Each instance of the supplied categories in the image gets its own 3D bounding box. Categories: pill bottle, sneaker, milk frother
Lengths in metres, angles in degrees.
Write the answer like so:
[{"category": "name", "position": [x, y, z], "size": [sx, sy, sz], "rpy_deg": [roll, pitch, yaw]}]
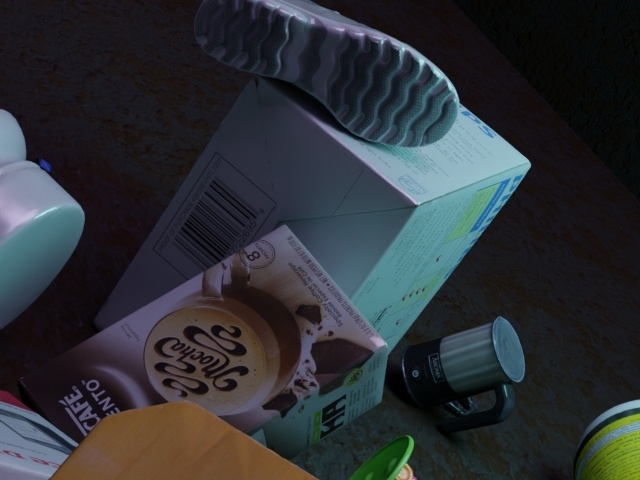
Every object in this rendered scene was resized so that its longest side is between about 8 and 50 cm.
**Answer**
[{"category": "pill bottle", "position": [0.410, 0.352, 1.989], "size": [0.188, 0.188, 0.334], "rpy_deg": [32, 24, -12]}, {"category": "pill bottle", "position": [-0.425, -0.092, 1.578], "size": [0.392, 0.224, 0.224], "rpy_deg": [43, 24, 12]}, {"category": "sneaker", "position": [0.014, -0.191, 1.646], "size": [0.281, 0.105, 0.115], "rpy_deg": [27, 25, -12]}, {"category": "milk frother", "position": [0.197, 0.167, 2.094], "size": [0.143, 0.135, 0.129], "rpy_deg": [-30, 100, -62]}]

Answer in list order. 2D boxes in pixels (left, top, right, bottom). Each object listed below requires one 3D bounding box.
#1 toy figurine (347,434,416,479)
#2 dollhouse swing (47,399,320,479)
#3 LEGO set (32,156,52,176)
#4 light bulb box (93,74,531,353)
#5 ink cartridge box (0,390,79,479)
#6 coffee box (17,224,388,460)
[{"category": "toy figurine", "position": [0.094, 0.318, 1.725], "size": [0.159, 0.130, 0.173], "rpy_deg": [45, 44, -6]}, {"category": "dollhouse swing", "position": [-0.082, 0.331, 0.957], "size": [0.347, 0.315, 0.305], "rpy_deg": [27, 51, 29]}, {"category": "LEGO set", "position": [-0.397, -0.079, 1.852], "size": [0.182, 0.060, 0.244], "rpy_deg": [50, 25, -1]}, {"category": "light bulb box", "position": [0.000, 0.000, 1.839], "size": [0.225, 0.358, 0.361], "rpy_deg": [41, 23, 13]}, {"category": "ink cartridge box", "position": [-0.287, 0.184, 1.228], "size": [0.226, 0.131, 0.306], "rpy_deg": [22, -2, -36]}, {"category": "coffee box", "position": [-0.106, 0.140, 1.531], "size": [0.297, 0.119, 0.168], "rpy_deg": [-31, 63, -20]}]
